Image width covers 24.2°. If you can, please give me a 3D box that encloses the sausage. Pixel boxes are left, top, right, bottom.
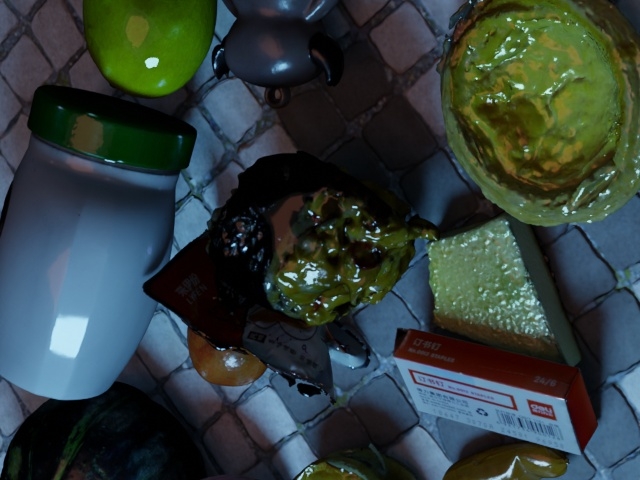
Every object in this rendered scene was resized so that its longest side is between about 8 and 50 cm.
[{"bbox_3d":[0.215,0.271,1.764,0.183,0.054,0.062,-28,124,35],"label":"sausage"}]

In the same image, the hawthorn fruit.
[{"bbox_3d":[-0.116,0.126,1.905,0.128,0.128,0.128,10,110,31],"label":"hawthorn fruit"}]

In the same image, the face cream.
[{"bbox_3d":[-0.298,0.002,1.882,0.219,0.312,0.357,15,100,-12],"label":"face cream"}]

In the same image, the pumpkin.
[{"bbox_3d":[-0.306,0.354,2.024,0.315,0.238,0.315,11,114,27],"label":"pumpkin"}]

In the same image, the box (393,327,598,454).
[{"bbox_3d":[0.195,0.171,1.712,0.229,0.050,0.123,12,146,31],"label":"box"}]

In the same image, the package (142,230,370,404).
[{"bbox_3d":[-0.071,0.098,1.826,0.269,0.194,0.071,30,114,10],"label":"package"}]

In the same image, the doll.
[{"bbox_3d":[-0.049,-0.283,1.731,0.182,0.117,0.257,5,106,35],"label":"doll"}]

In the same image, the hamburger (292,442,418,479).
[{"bbox_3d":[0.051,0.334,1.864,0.177,0.113,0.185,23,108,32],"label":"hamburger"}]

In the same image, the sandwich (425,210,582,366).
[{"bbox_3d":[0.194,0.073,1.718,0.162,0.058,0.193,-20,95,38],"label":"sandwich"}]

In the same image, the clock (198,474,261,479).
[{"bbox_3d":[-0.137,0.411,1.939,0.056,0.244,0.244,46,130,51],"label":"clock"}]

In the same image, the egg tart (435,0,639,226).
[{"bbox_3d":[0.248,-0.151,1.594,0.279,0.095,0.279,10,107,36],"label":"egg tart"}]

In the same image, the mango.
[{"bbox_3d":[-0.209,-0.308,1.808,0.185,0.149,0.273,-4,89,59],"label":"mango"}]

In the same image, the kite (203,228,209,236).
[{"bbox_3d":[-0.081,0.026,1.857,0.156,0.139,0.011,31,97,-20],"label":"kite"}]

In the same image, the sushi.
[{"bbox_3d":[0.005,-0.001,1.711,0.204,0.200,0.213,43,123,33],"label":"sushi"}]
